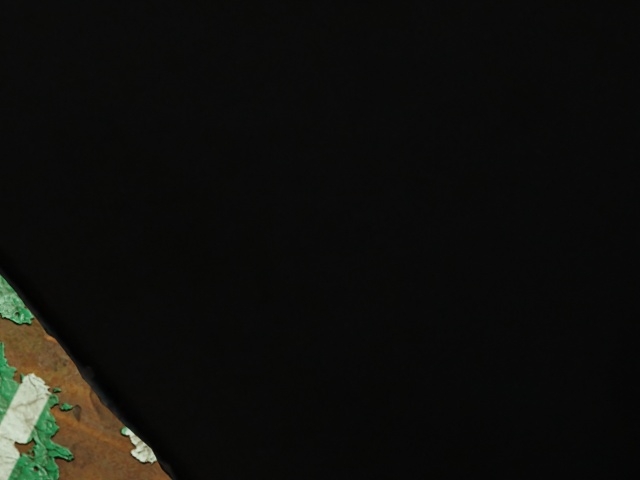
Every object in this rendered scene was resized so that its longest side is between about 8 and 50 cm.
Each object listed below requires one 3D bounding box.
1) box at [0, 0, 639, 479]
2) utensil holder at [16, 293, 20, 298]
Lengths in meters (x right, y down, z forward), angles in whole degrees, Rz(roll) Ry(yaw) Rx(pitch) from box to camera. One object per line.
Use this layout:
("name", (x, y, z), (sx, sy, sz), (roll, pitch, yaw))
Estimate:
("box", (0.128, -0.158, 0.615), (0.480, 0.297, 0.472), (-38, 9, 12))
("utensil holder", (0.000, 0.000, 1.172), (0.327, 0.386, 0.327), (-60, 9, 17))
